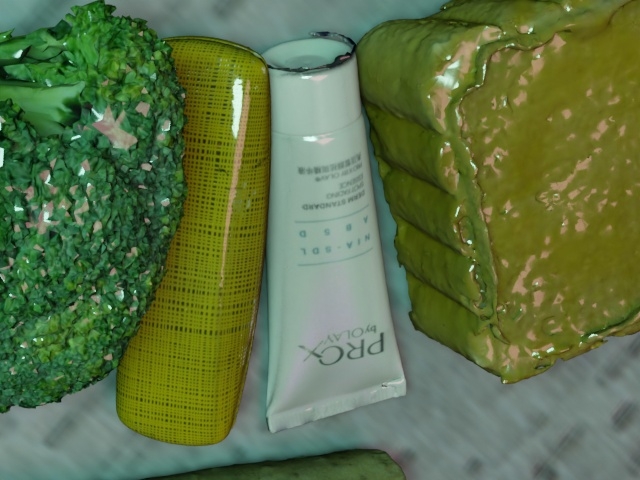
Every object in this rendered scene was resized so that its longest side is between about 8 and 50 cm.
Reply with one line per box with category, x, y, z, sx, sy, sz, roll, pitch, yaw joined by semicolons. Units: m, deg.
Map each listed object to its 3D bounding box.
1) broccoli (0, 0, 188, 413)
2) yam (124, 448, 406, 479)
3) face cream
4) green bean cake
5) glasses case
broccoli;-0.186;-0.021;0.774;0.241;0.261;0.269;41;82;6
yam;-0.120;0.174;0.946;0.371;0.083;0.083;-2;109;-27
face cream;0.000;0.000;0.963;0.092;0.058;0.243;-13;118;-14
green bean cake;0.146;-0.051;0.976;0.224;0.131;0.229;-22;114;-22
glasses case;-0.069;0.003;0.912;0.079;0.064;0.234;9;108;7
